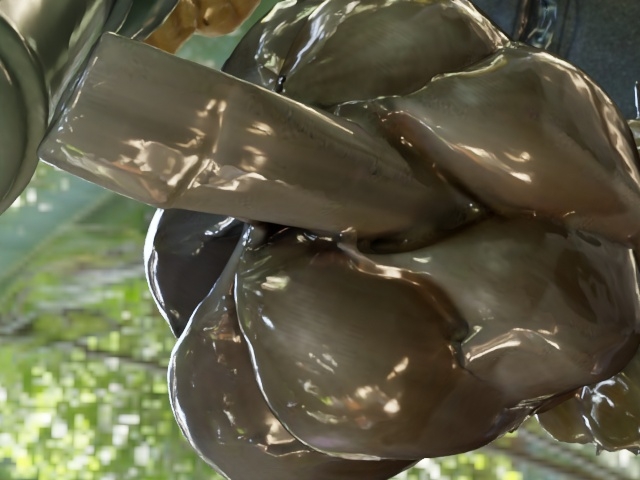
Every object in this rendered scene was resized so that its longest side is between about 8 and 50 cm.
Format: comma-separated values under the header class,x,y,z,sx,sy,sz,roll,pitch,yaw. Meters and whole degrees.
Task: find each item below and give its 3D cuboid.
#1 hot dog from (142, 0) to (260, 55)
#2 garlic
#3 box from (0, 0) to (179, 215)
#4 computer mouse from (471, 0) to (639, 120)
class,x,y,z,sx,sy,sz,roll,pitch,yaw
hot dog,-0.196,-0.284,1.380,0.367,0.365,0.196,-36,-22,-17
garlic,0.000,0.000,0.415,0.194,0.127,0.131,9,-93,-55
box,-0.185,-0.104,0.406,0.312,0.175,0.182,44,-164,-18
computer mouse,0.086,-0.095,0.651,0.071,0.126,0.231,-47,-32,-71
